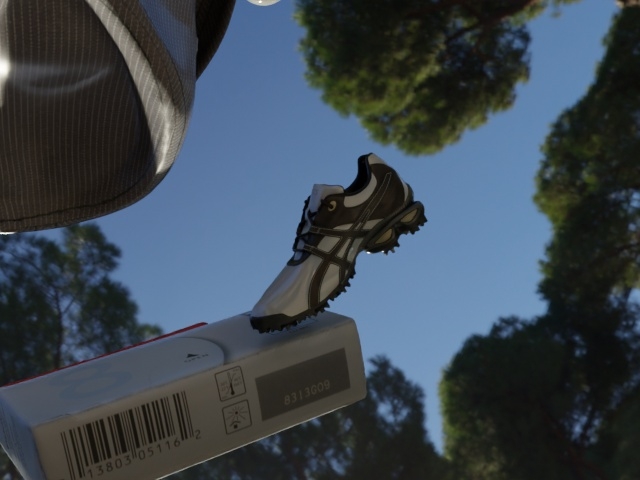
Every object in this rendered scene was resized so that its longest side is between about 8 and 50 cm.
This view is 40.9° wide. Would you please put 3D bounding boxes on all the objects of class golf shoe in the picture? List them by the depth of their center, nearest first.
[{"bbox_3d":[0.000,0.000,0.778,0.198,0.077,0.094,-41,-71,-19],"label":"golf shoe"}]

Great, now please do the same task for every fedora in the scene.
[{"bbox_3d":[-0.141,-0.098,0.416,0.243,0.124,0.275,-5,-35,-28],"label":"fedora"}]

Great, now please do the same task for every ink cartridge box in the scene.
[{"bbox_3d":[-0.184,0.128,0.895,0.308,0.385,0.091,-16,-76,-29],"label":"ink cartridge box"}]

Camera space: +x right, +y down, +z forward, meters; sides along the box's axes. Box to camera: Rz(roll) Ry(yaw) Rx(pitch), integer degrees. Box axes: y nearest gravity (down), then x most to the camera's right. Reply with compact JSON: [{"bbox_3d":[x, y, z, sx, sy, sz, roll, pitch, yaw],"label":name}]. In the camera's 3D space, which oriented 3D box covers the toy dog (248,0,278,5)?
[{"bbox_3d":[-0.067,-0.427,0.935,0.160,0.220,0.334,-24,-16,0],"label":"toy dog"}]
